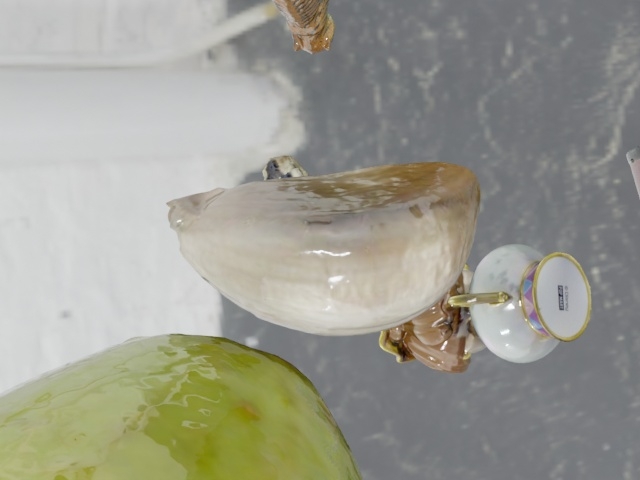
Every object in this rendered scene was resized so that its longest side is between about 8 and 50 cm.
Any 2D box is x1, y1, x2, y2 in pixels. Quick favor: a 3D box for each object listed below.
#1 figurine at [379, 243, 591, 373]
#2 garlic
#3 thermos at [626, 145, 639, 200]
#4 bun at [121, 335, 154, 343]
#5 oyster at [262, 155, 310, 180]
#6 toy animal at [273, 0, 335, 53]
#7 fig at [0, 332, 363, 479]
[{"bbox_3d":[0.178,0.079,1.840,0.263,0.189,0.142,-10,71,45],"label":"figurine"},{"bbox_3d":[0.009,0.007,0.949,0.101,0.196,0.087,-102,6,-53],"label":"garlic"},{"bbox_3d":[0.409,0.054,1.539,0.136,0.109,0.330,-15,83,2],"label":"thermos"},{"bbox_3d":[-0.165,0.149,1.555,0.183,0.183,0.102,23,119,41],"label":"bun"},{"bbox_3d":[-0.001,-0.012,1.532,0.148,0.051,0.103,26,87,-1],"label":"oyster"},{"bbox_3d":[-0.017,-0.267,1.617,0.057,0.241,0.099,6,79,12],"label":"toy animal"},{"bbox_3d":[-0.085,0.174,0.625,0.258,0.326,0.258,18,138,17],"label":"fig"}]
